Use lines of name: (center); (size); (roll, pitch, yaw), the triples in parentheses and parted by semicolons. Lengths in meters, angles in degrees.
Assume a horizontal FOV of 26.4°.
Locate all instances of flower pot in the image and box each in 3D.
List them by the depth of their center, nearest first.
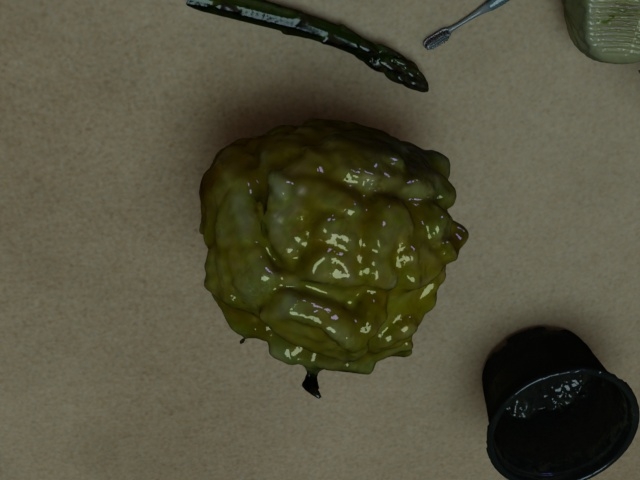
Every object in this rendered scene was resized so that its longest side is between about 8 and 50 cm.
flower pot: (0.232, 0.163, 1.397); (0.158, 0.107, 0.157); (-5, 123, -9)

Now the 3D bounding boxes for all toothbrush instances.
toothbrush: (0.162, -0.213, 1.193); (0.167, 0.014, 0.011); (-31, 113, 12)

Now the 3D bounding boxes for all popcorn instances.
popcorn: (0.004, 0.007, 1.176); (0.249, 0.249, 0.225); (2, 112, -10)

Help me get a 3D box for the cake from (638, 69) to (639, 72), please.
cake: (0.436, -0.133, 1.209); (0.284, 0.158, 0.172); (29, 114, -21)

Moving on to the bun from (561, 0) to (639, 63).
bun: (0.259, -0.211, 1.176); (0.115, 0.069, 0.115); (-3, 125, -5)

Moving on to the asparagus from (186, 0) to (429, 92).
asparagus: (-0.004, -0.177, 1.184); (0.236, 0.027, 0.034); (17, 124, -19)
